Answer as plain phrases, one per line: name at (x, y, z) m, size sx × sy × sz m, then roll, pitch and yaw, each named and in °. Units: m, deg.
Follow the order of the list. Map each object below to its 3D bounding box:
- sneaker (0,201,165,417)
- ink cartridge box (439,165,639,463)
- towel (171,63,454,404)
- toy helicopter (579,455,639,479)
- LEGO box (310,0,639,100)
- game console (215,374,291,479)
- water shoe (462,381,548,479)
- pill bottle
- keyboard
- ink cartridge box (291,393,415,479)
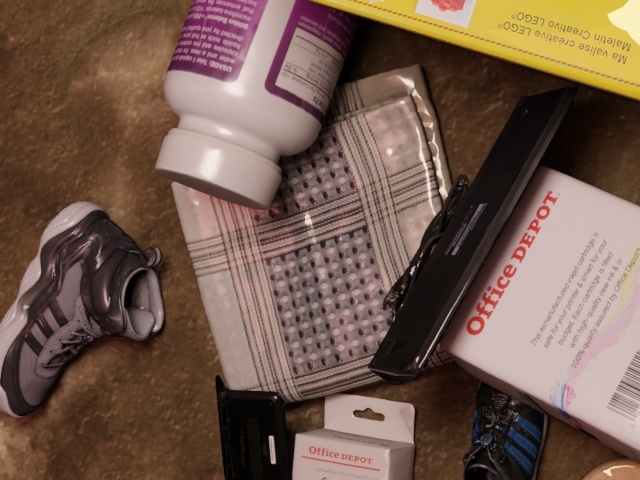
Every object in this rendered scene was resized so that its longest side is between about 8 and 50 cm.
sneaker at (-0.273, 0.101, 1.754) m, size 0.153 × 0.101 × 0.268 m, roll 27°, pitch 99°, yaw 27°
ink cartridge box at (0.282, 0.082, 1.422) m, size 0.278 × 0.117 × 0.201 m, roll 26°, pitch 81°, yaw 30°
towel at (0.000, 0.000, 1.643) m, size 0.312 × 0.056 × 0.324 m, roll -17°, pitch 82°, yaw 26°
toy helicopter at (0.393, 0.317, 1.423) m, size 0.355 × 0.140 × 0.235 m, roll 29°, pitch 94°, yaw 13°
LEGO box at (0.231, -0.236, 1.349) m, size 0.500 × 0.372 × 0.193 m, roll 21°, pitch 100°, yaw 26°
game console at (-0.073, 0.210, 1.645) m, size 0.107 × 0.071 × 0.122 m, roll -1°, pitch 101°, yaw 22°
water shoe at (0.182, 0.207, 1.534) m, size 0.073 × 0.080 × 0.203 m, roll 1°, pitch 90°, yaw 27°
pill bottle at (-0.061, -0.191, 1.579) m, size 0.169 × 0.169 × 0.301 m, roll 17°, pitch 84°, yaw 26°
keyboard at (0.138, -0.003, 1.480) m, size 0.033 × 0.201 × 0.317 m, roll 33°, pitch 81°, yaw -13°
ink cartridge box at (0.032, 0.265, 1.618) m, size 0.115 × 0.067 × 0.198 m, roll 5°, pitch 92°, yaw 28°
